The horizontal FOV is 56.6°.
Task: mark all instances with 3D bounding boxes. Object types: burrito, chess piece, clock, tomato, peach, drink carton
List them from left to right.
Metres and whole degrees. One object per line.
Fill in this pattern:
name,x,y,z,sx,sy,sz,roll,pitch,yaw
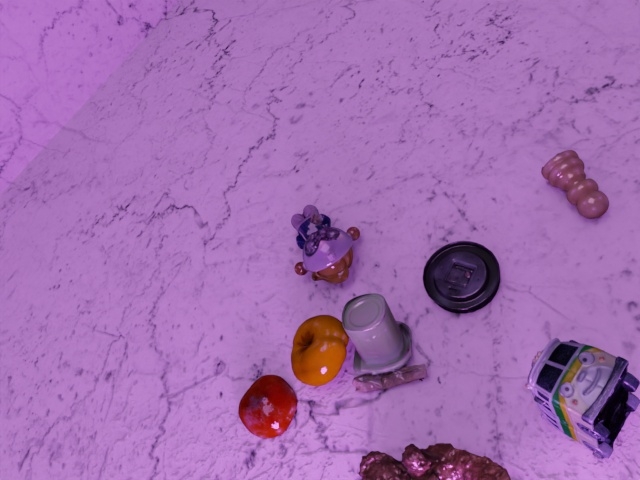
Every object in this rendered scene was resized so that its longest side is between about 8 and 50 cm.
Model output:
tomato,-0.137,0.403,1.455,0.155,0.069,0.155,-12,58,19
peach,-0.002,0.262,1.438,0.179,0.103,0.179,-44,32,37
drink carton,0.125,0.209,1.382,0.144,0.142,0.146,-12,39,18
burrito,0.160,0.319,1.380,0.185,0.041,0.045,-18,64,18
clock,0.340,0.089,1.432,0.184,0.040,0.184,-12,56,19
chess piece,0.609,-0.123,1.408,0.094,0.094,0.170,-28,60,8

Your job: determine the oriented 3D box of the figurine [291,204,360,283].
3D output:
figurine,0.008,-0.008,1.602,0.194,0.133,0.274,-18,44,15

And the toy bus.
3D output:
toy bus,0.480,0.287,1.100,0.164,0.276,0.134,27,75,39

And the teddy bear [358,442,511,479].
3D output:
teddy bear,0.220,0.494,1.131,0.222,0.246,0.296,-30,21,-16
